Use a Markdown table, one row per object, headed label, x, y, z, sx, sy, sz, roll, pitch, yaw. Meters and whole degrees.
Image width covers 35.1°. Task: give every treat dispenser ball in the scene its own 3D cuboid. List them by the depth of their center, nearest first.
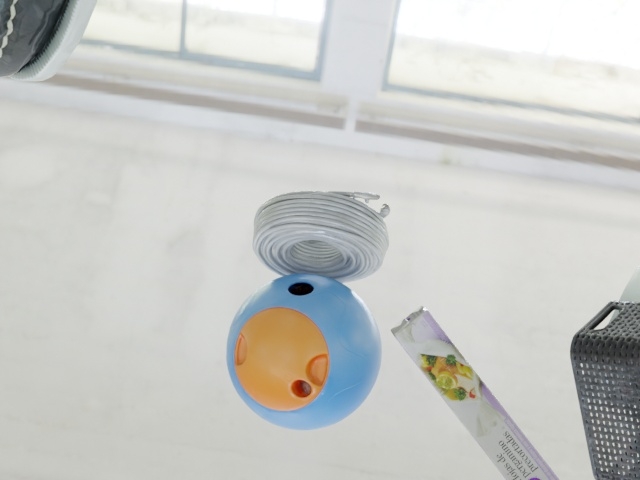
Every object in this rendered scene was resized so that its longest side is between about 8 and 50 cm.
| label | x | y | z | sx | sy | sz | roll | pitch | yaw |
| --- | --- | --- | --- | --- | --- | --- | --- | --- | --- |
| treat dispenser ball | -0.031 | 0.205 | 1.873 | 0.288 | 0.288 | 0.288 | 6 | -148 | -4 |

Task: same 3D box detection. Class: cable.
| label | x | y | z | sx | sy | sz | roll | pitch | yaw |
| --- | --- | --- | --- | --- | --- | --- | --- | --- | --- |
| cable | 0.000 | 0.000 | 1.899 | 0.257 | 0.257 | 0.089 | 5 | -120 | 5 |

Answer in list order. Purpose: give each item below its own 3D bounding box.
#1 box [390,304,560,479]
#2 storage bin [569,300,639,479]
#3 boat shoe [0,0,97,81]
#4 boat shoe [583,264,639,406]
| label | x | y | z | sx | sy | sz | roll | pitch | yaw |
| --- | --- | --- | --- | --- | --- | --- | --- | --- | --- |
| box | 0.224 | 0.240 | 1.475 | 0.324 | 0.063 | 0.067 | 52 | -178 | -4 |
| storage bin | 0.344 | 0.165 | 1.086 | 0.084 | 0.180 | 0.122 | 2 | -158 | 42 |
| boat shoe | -0.135 | -0.194 | 0.359 | 0.114 | 0.302 | 0.091 | 26 | -146 | 29 |
| boat shoe | 0.391 | 0.103 | 1.189 | 0.076 | 0.228 | 0.080 | 19 | -159 | -9 |
